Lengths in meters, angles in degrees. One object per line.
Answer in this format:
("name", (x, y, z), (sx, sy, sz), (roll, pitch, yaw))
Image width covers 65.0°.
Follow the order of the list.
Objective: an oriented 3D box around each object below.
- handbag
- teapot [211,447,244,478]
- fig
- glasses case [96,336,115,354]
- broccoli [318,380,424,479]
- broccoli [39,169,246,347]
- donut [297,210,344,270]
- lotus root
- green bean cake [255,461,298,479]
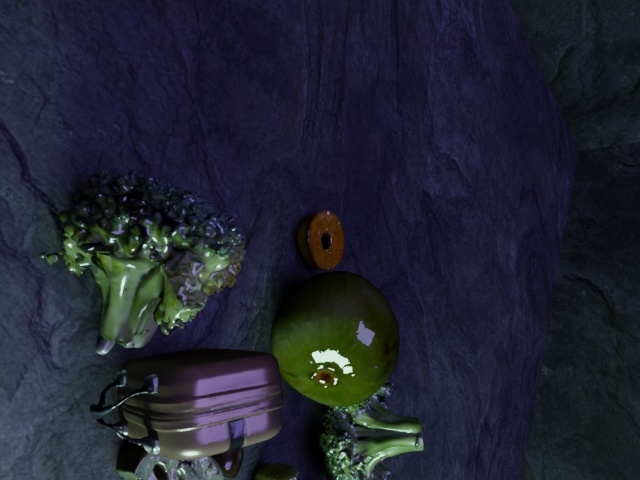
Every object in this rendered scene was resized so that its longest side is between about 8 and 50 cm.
("handbag", (-0.239, 0.270, 0.852), (0.283, 0.302, 0.149), (3, 82, -40))
("teapot", (-0.194, 0.450, 1.051), (0.121, 0.076, 0.068), (83, 26, -46))
("fig", (0.042, 0.205, 1.167), (0.316, 0.316, 0.316), (3, 86, -46))
("glasses case", (-0.373, 0.166, 0.901), (0.021, 0.032, 0.083), (48, 55, -38))
("broccoli", (0.117, 0.486, 1.272), (0.260, 0.235, 0.288), (-15, 111, -11))
("broccoli", (-0.296, 0.037, 0.853), (0.293, 0.348, 0.281), (18, 81, 0))
("donut", (0.000, 0.000, 1.280), (0.152, 0.058, 0.152), (1, 88, -46))
("lotus root", (-0.272, 0.452, 0.934), (0.138, 0.119, 0.235), (-38, 114, -40))
("green bean cake", (-0.074, 0.635, 1.128), (0.236, 0.124, 0.233), (46, 58, -35))
